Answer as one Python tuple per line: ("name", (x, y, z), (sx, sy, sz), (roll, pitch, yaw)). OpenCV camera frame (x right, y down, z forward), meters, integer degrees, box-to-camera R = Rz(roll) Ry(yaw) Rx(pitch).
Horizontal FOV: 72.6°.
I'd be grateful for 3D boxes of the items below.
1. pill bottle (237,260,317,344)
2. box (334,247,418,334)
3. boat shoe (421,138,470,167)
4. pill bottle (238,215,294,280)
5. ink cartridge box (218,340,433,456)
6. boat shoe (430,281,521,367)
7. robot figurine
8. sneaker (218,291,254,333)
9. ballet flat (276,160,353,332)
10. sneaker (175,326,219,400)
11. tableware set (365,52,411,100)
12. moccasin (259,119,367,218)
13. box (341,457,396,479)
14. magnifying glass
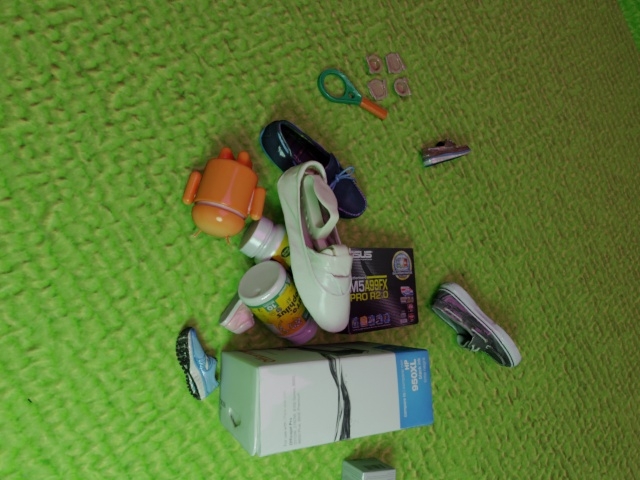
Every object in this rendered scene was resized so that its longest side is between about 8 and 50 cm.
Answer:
("pill bottle", (-0.089, 0.152, 1.010), (0.117, 0.118, 0.208), (-51, 132, -22))
("box", (0.148, 0.127, 1.161), (0.270, 0.060, 0.216), (2, 83, -39))
("boat shoe", (0.394, -0.283, 1.363), (0.183, 0.066, 0.066), (-19, 91, -27))
("pill bottle", (-0.084, 0.033, 1.056), (0.209, 0.119, 0.119), (32, 71, -19))
("ink cartridge box", (0.001, 0.324, 0.967), (0.396, 0.286, 0.166), (2, 81, -27))
("boat shoe", (0.453, 0.276, 1.308), (0.335, 0.121, 0.119), (45, 74, -3))
("robot figurine", (-0.221, -0.101, 1.002), (0.158, 0.128, 0.219), (23, 73, -33))
("sneaker", (-0.176, 0.161, 1.035), (0.070, 0.051, 0.134), (44, 66, -23))
("ballet flat", (0.000, 0.000, 0.967), (0.139, 0.139, 0.399), (-7, 72, -27))
("sneaker", (-0.271, 0.269, 0.977), (0.073, 0.064, 0.161), (-18, 96, -45))
("tableware set", (0.203, -0.499, 1.321), (0.169, 0.020, 0.140), (-17, 91, -28))
("moccasin", (-0.009, -0.170, 1.119), (0.342, 0.117, 0.137), (34, 70, -18))
("box", (0.120, 0.608, 1.094), (0.101, 0.102, 0.087), (9, 78, -26))
("magnifying glass", (0.095, -0.413, 1.257), (0.231, 0.026, 0.092), (23, 74, -20))
